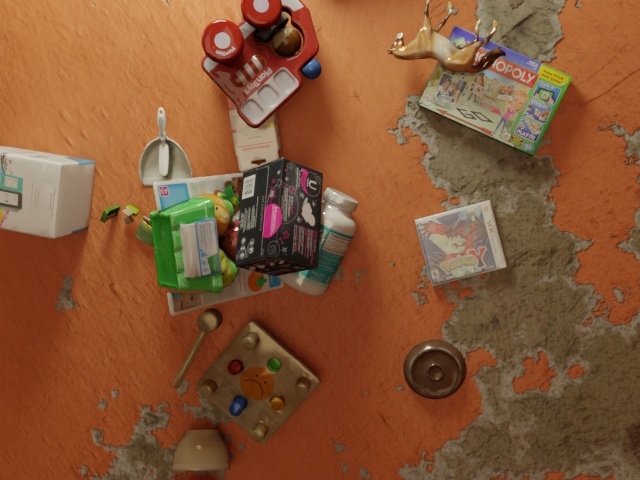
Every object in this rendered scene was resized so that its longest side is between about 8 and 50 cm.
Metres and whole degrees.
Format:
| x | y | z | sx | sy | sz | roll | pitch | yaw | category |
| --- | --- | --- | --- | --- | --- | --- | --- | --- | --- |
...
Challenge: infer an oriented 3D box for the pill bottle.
| x | y | z | sx | sy | sz | roll | pitch | yaw | category |
| --- | --- | --- | --- | --- | --- | --- | --- | --- | --- |
| 0.000 | 0.000 | 1.757 | 0.146 | 0.146 | 0.264 | 26 | 99 | 2 | pill bottle |

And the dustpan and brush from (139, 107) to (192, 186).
| x | y | z | sx | sy | sz | roll | pitch | yaw | category |
| --- | --- | --- | --- | --- | --- | --- | --- | --- | --- |
| -0.414 | -0.245 | 1.810 | 0.148 | 0.060 | 0.211 | 2 | 98 | 6 | dustpan and brush |

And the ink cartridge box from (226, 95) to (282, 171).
| x | y | z | sx | sy | sz | roll | pitch | yaw | category |
| --- | --- | --- | --- | --- | --- | --- | --- | --- | --- |
| -0.168 | -0.284 | 1.775 | 0.116 | 0.067 | 0.198 | -7 | 95 | 7 | ink cartridge box |

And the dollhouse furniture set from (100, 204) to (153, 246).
| x | y | z | sx | sy | sz | roll | pitch | yaw | category |
| --- | --- | --- | --- | --- | --- | --- | --- | --- | --- |
| -0.512 | -0.041 | 1.841 | 0.152 | 0.058 | 0.076 | 33 | 118 | 4 | dollhouse furniture set |

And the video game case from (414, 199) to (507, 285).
| x | y | z | sx | sy | sz | roll | pitch | yaw | category |
| --- | --- | --- | --- | --- | --- | --- | --- | --- | --- |
| 0.366 | 0.008 | 1.781 | 0.202 | 0.023 | 0.183 | -15 | 96 | 8 | video game case |

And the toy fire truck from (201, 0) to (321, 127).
| x | y | z | sx | sy | sz | roll | pitch | yaw | category |
| --- | --- | --- | --- | --- | --- | --- | --- | --- | --- |
| -0.136 | -0.459 | 1.681 | 0.302 | 0.169 | 0.254 | -43 | 96 | -3 | toy fire truck |

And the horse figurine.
| x | y | z | sx | sy | sz | roll | pitch | yaw | category |
| --- | --- | --- | --- | --- | --- | --- | --- | --- | --- |
| 0.315 | -0.479 | 1.652 | 0.263 | 0.066 | 0.174 | 28 | 94 | 5 | horse figurine |

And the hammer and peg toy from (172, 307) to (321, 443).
| x | y | z | sx | sy | sz | roll | pitch | yaw | category |
| --- | --- | --- | --- | --- | --- | --- | --- | --- | --- |
| -0.214 | 0.353 | 1.840 | 0.361 | 0.127 | 0.266 | 40 | 102 | 0 | hammer and peg toy |

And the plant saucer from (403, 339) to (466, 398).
| x | y | z | sx | sy | sz | roll | pitch | yaw | category |
| --- | --- | --- | --- | --- | --- | --- | --- | --- | --- |
| 0.308 | 0.351 | 1.833 | 0.169 | 0.029 | 0.168 | 1 | 99 | 6 | plant saucer |

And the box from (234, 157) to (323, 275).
| x | y | z | sx | sy | sz | roll | pitch | yaw | category |
| --- | --- | --- | --- | --- | --- | --- | --- | --- | --- |
| -0.100 | -0.051 | 1.666 | 0.163 | 0.142 | 0.247 | -13 | 67 | 45 | box |

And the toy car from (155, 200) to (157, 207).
| x | y | z | sx | sy | sz | roll | pitch | yaw | category |
| --- | --- | --- | --- | --- | --- | --- | --- | --- | --- |
| -0.332 | -0.044 | 1.798 | 0.189 | 0.149 | 0.154 | 0 | 103 | -6 | toy car |

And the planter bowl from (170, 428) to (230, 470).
| x | y | z | sx | sy | sz | roll | pitch | yaw | category |
| --- | --- | --- | --- | --- | --- | --- | --- | --- | --- |
| -0.329 | 0.578 | 1.879 | 0.162 | 0.162 | 0.109 | -4 | 72 | 7 | planter bowl |

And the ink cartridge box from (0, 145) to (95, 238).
| x | y | z | sx | sy | sz | roll | pitch | yaw | category |
| --- | --- | --- | --- | --- | --- | --- | --- | --- | --- |
| -0.771 | -0.133 | 1.795 | 0.270 | 0.198 | 0.197 | 10 | 100 | 6 | ink cartridge box |

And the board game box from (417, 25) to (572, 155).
| x | y | z | sx | sy | sz | roll | pitch | yaw | category |
| --- | --- | --- | --- | --- | --- | --- | --- | --- | --- |
| 0.433 | -0.374 | 1.710 | 0.318 | 0.046 | 0.213 | 24 | 100 | 3 | board game box |

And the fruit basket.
| x | y | z | sx | sy | sz | roll | pitch | yaw | category |
| --- | --- | --- | --- | --- | --- | --- | --- | --- | --- |
| -0.238 | -0.002 | 1.714 | 0.353 | 0.166 | 0.326 | -10 | 99 | -35 | fruit basket |
